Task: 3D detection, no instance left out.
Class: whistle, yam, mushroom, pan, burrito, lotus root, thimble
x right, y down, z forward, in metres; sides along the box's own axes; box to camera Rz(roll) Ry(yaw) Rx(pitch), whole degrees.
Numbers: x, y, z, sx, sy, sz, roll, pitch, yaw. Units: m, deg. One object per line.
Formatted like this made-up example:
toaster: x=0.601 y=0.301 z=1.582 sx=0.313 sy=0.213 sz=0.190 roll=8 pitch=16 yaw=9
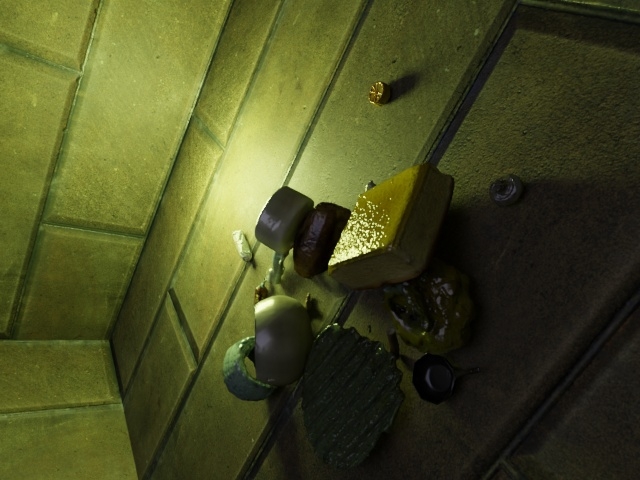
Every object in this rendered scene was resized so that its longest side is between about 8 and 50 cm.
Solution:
whistle: x=-0.149 y=0.020 z=1.765 sx=0.142 sy=0.134 sz=0.345 roll=38 pitch=120 yaw=44
yam: x=0.213 y=0.302 z=1.263 sx=0.032 sy=0.145 sz=0.032 roll=-9 pitch=45 yaw=9
mushroom: x=0.463 y=-0.131 z=1.094 sx=0.085 sy=0.079 sz=0.085 roll=-10 pitch=76 yaw=46
pan: x=0.338 y=0.375 z=1.147 sx=0.202 sy=0.048 sz=0.128 roll=3 pitch=85 yaw=52
burrito: x=-0.374 y=0.024 z=2.071 sx=0.064 sy=0.064 sz=0.203 roll=-55 pitch=43 yaw=26
lotus root: x=-0.008 y=-0.004 z=1.553 sx=0.193 sy=0.193 sz=0.290 roll=41 pitch=115 yaw=47
thimble: x=-0.278 y=0.518 z=1.723 sx=0.172 sy=0.205 sz=0.250 roll=-40 pitch=71 yaw=38

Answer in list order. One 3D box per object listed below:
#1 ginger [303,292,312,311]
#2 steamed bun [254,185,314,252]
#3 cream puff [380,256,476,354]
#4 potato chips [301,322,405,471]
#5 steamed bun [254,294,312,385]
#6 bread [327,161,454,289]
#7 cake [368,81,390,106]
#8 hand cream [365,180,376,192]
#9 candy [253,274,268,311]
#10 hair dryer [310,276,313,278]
ginger: x=-0.048 y=0.250 z=1.652 sx=0.048 sy=0.030 sz=0.096 roll=-135 pitch=59 yaw=-76
steamed bun: x=-0.132 y=-0.084 z=1.587 sx=0.147 sy=0.164 sz=0.241 roll=28 pitch=68 yaw=13
cream puff: x=0.277 y=0.174 z=1.164 sx=0.282 sy=0.185 sz=0.281 roll=-16 pitch=68 yaw=45
potato chips: x=0.068 y=0.476 z=1.334 sx=0.358 sy=0.070 sz=0.429 roll=45 pitch=111 yaw=36
steamed bun: x=-0.132 y=0.355 z=1.548 sx=0.324 sy=0.207 sz=0.323 roll=179 pitch=90 yaw=-82
bread: x=0.197 y=-0.034 z=1.237 sx=0.324 sy=0.143 sz=0.332 roll=-24 pitch=34 yaw=55
cake: x=0.209 y=-0.514 z=1.515 sx=0.084 sy=0.044 sz=0.083 roll=-16 pitch=69 yaw=49
hand cream: x=0.173 y=-0.124 z=1.483 sx=0.057 sy=0.037 sz=0.164 roll=0 pitch=89 yaw=50
candy: x=-0.266 y=0.239 z=1.900 sx=0.053 sy=0.047 sz=0.181 roll=32 pitch=108 yaw=51
hair dryer: x=-0.040 y=0.088 z=1.665 sx=0.037 sy=0.063 sz=0.114 roll=20 pitch=82 yaw=52
